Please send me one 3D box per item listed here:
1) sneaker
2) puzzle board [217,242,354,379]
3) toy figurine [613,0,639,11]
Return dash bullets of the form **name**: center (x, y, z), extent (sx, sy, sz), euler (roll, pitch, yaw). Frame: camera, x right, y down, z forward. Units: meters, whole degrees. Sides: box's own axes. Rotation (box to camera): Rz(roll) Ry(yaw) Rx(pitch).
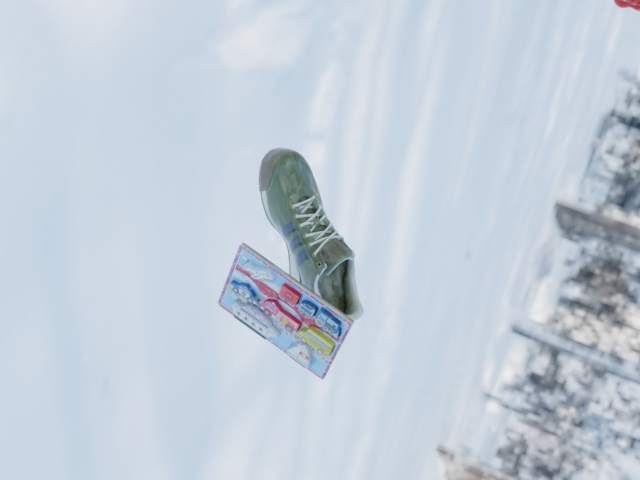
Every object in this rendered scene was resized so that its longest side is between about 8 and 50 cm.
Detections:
- **sneaker**: center (0.000, 0.000, 1.311), extent (0.064, 0.086, 0.192), euler (-27, 116, -30)
- **puzzle board**: center (-0.036, 0.069, 1.219), extent (0.011, 0.128, 0.096), euler (-46, 167, -41)
- **toy figurine**: center (0.357, -0.379, 1.356), extent (0.217, 0.362, 0.191), euler (-58, 143, -17)
